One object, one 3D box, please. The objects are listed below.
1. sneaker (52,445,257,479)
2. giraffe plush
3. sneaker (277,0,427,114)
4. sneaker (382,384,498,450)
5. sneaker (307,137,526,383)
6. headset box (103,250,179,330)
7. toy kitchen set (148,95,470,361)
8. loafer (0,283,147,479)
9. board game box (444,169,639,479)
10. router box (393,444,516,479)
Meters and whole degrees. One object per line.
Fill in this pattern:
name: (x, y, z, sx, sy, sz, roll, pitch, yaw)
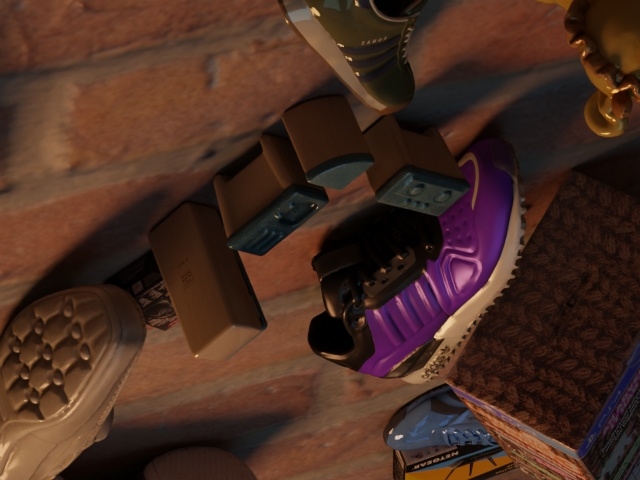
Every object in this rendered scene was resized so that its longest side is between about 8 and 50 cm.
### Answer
sneaker: (-0.246, 0.325, 1.937, 0.366, 0.137, 0.210, -8, 146, -32)
giraffe plush: (0.224, -0.177, 1.356, 0.210, 0.170, 0.181, -21, 153, -3)
sneaker: (0.044, -0.154, 1.378, 0.086, 0.064, 0.192, -26, 150, 17)
sneaker: (0.171, 0.192, 2.072, 0.209, 0.082, 0.069, -23, 154, 4)
sneaker: (0.071, 0.022, 1.679, 0.146, 0.102, 0.293, 9, 135, -19)
headset box: (-0.133, 0.043, 1.636, 0.062, 0.032, 0.083, -33, 151, 21)
toy kitchen set: (0.000, 0.000, 1.560, 0.207, 0.122, 0.166, -39, 148, 29)
loafer: (-0.225, 0.128, 1.650, 0.111, 0.112, 0.319, -6, 156, -38)
board game box: (0.266, 0.110, 1.818, 0.232, 0.141, 0.291, -58, 153, -10)
router box: (0.171, 0.233, 2.180, 0.179, 0.046, 0.133, -19, 152, -8)
